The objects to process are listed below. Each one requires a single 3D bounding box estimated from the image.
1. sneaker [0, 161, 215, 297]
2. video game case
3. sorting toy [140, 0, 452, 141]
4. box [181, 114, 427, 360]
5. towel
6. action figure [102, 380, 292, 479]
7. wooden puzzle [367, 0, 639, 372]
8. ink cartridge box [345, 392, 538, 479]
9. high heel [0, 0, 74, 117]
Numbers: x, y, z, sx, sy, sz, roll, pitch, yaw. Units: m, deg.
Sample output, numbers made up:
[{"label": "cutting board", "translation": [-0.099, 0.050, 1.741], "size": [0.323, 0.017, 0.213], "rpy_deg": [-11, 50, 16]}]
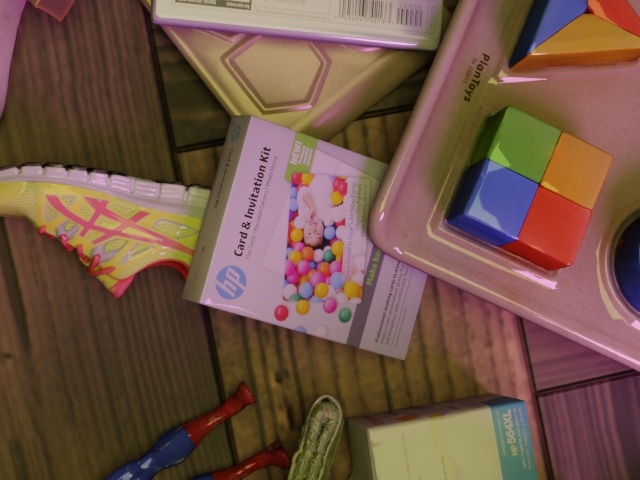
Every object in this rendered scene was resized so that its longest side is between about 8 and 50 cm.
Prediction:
[{"label": "sneaker", "translation": [-0.164, -0.006, 1.030], "size": [0.208, 0.081, 0.094], "rpy_deg": [9, 88, -9]}, {"label": "video game case", "translation": [-0.011, -0.258, 1.055], "size": [0.227, 0.026, 0.206], "rpy_deg": [4, 90, -11]}, {"label": "sorting toy", "translation": [-0.023, -0.188, 1.087], "size": [0.193, 0.038, 0.208], "rpy_deg": [-38, 98, -9]}, {"label": "box", "translation": [0.000, 0.000, 1.048], "size": [0.186, 0.038, 0.145], "rpy_deg": [18, 84, -28]}, {"label": "towel", "translation": [-0.011, 0.189, 1.034], "size": [0.027, 0.110, 0.148], "rpy_deg": [16, 82, 6]}, {"label": "action figure", "translation": [-0.155, 0.208, 0.998], "size": [0.280, 0.139, 0.091], "rpy_deg": [-31, 91, -7]}, {"label": "wooden puzzle", "translation": [0.247, -0.076, 1.076], "size": [0.348, 0.080, 0.322], "rpy_deg": [26, 78, -12]}, {"label": "ink cartridge box", "translation": [0.084, 0.175, 1.057], "size": [0.143, 0.092, 0.090], "rpy_deg": [-8, 89, -10]}, {"label": "high heel", "translation": [-0.287, -0.146, 1.031], "size": [0.117, 0.082, 0.244], "rpy_deg": [37, 95, 22]}]
